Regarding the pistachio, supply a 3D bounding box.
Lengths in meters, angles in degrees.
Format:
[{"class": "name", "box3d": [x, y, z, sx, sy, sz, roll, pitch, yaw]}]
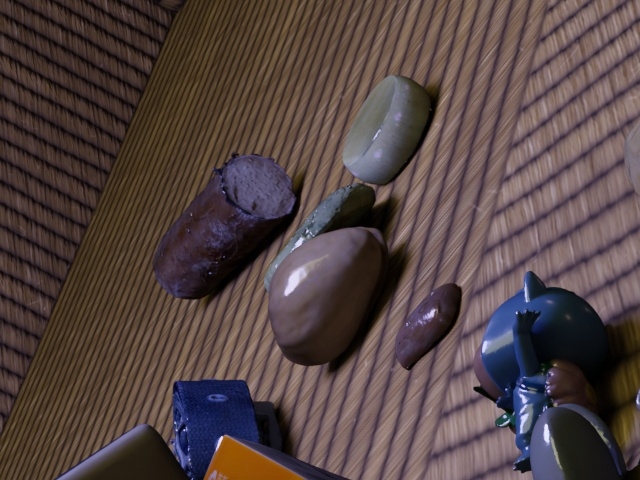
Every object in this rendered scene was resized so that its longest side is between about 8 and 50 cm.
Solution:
[{"class": "pistachio", "box3d": [0.009, 0.060, 2.092, 0.185, 0.124, 0.124, -49, 19, 17]}]

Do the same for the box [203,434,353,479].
[{"class": "box", "box3d": [0.026, 0.257, 1.526, 0.091, 0.220, 0.274, -67, 15, -4]}]

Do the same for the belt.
[{"class": "belt", "box3d": [-0.109, 0.240, 2.141, 0.218, 0.128, 0.122, -113, 24, -68]}]

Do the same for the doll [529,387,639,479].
[{"class": "doll", "box3d": [0.251, 0.175, 1.147, 0.195, 0.153, 0.258, -29, 51, 10]}]

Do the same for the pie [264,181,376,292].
[{"class": "pie", "box3d": [0.000, 0.000, 2.214, 0.187, 0.041, 0.187, -45, -12, -13]}]

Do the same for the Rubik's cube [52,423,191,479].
[{"class": "Rubik's cube", "box3d": [-0.206, 0.390, 1.498, 0.344, 0.347, 0.347, -33, -3, -14]}]

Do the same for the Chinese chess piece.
[{"class": "Chinese chess piece", "box3d": [0.085, -0.140, 2.281, 0.144, 0.058, 0.144, -55, 17, 25]}]

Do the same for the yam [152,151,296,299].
[{"class": "yam", "box3d": [-0.148, -0.021, 2.660, 0.279, 0.131, 0.131, -44, 23, 50]}]

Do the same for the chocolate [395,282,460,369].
[{"class": "chocolate", "box3d": [0.107, 0.086, 1.891, 0.101, 0.031, 0.064, -49, 16, 40]}]

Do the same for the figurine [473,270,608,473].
[{"class": "figurine", "box3d": [0.177, 0.126, 1.502, 0.144, 0.114, 0.178, -49, 29, 41]}]

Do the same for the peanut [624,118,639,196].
[{"class": "peanut", "box3d": [0.324, -0.059, 1.361, 0.125, 0.111, 0.274, -46, 20, -3]}]
